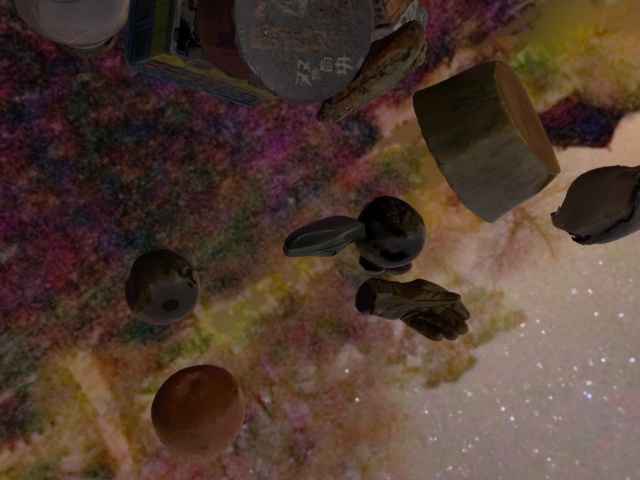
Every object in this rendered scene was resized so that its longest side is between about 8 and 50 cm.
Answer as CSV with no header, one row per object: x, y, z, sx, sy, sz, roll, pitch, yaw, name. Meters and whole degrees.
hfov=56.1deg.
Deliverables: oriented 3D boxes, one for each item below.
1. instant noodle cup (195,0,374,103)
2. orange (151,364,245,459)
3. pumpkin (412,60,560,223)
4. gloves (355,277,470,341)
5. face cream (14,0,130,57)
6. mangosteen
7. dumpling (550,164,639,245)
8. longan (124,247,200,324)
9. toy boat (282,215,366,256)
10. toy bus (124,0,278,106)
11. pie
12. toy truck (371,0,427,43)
-0.066,-0.315,0.870,0.217,0.218,0.207,-34,-149,-19,instant noodle cup
-0.278,0.396,1.392,0.223,0.170,0.224,-3,-146,2,orange
0.363,-0.226,1.276,0.199,0.332,0.332,-35,178,29,pumpkin
0.265,0.181,1.681,0.141,0.330,0.154,-126,-130,-70,gloves
-0.694,-0.678,1.708,0.312,0.220,0.357,-12,179,-14,face cream
0.207,-0.007,1.801,0.242,0.243,0.243,-34,178,-1,mangosteen
0.639,-0.072,1.286,0.204,0.164,0.293,14,152,-28,dumpling
-0.411,0.120,1.577,0.198,0.197,0.213,-31,135,-62,longan
0.000,0.000,1.598,0.141,0.092,0.319,9,-164,29,toy boat
-0.186,-0.367,1.140,0.312,0.152,0.190,7,178,-45,toy bus
0.106,-0.344,1.239,0.308,0.085,0.308,-36,-163,13,pie
0.152,-0.676,1.626,0.173,0.388,0.207,8,-126,33,toy truck
